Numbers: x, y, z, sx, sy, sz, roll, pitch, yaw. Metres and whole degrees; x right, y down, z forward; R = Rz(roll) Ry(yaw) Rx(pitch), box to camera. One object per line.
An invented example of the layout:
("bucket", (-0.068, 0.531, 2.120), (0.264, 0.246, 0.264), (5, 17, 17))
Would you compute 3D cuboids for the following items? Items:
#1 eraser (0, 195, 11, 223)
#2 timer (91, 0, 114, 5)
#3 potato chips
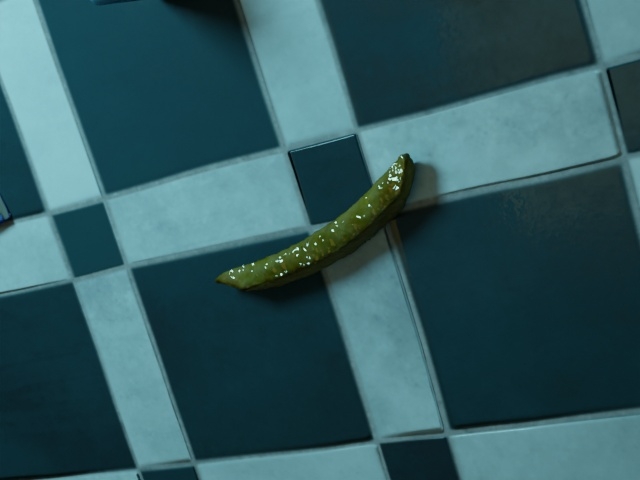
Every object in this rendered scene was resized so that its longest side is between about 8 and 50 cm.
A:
("eraser", (-0.609, -0.051, 1.943), (0.084, 0.027, 0.063), (-25, 93, 30))
("timer", (-0.304, -0.457, 1.536), (0.091, 0.250, 0.232), (-11, 101, 27))
("potato chips", (0.000, 0.000, 1.650), (0.407, 0.057, 0.080), (-32, 78, 31))
